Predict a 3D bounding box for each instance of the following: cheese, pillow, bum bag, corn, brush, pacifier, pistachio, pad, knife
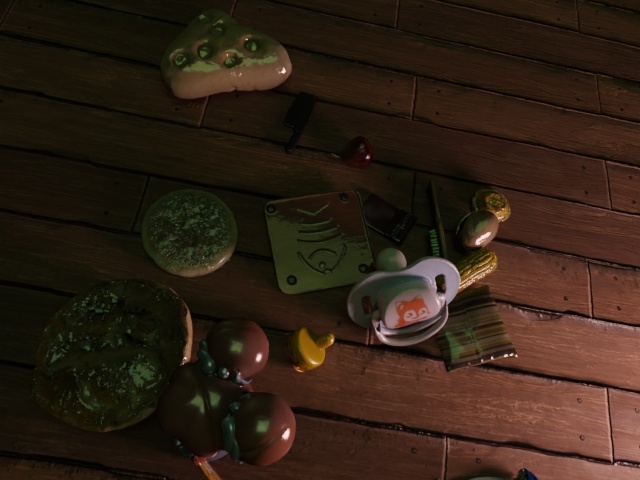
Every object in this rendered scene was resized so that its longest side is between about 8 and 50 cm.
[{"bbox_3d":[-0.301,-0.531,1.559,0.350,0.130,0.328,33,64,8],"label":"cheese"},{"bbox_3d":[0.403,0.235,1.379,0.207,0.052,0.212,-10,65,-12],"label":"pillow"},{"bbox_3d":[0.194,-0.066,1.492,0.159,0.026,0.109,31,67,5],"label":"bum bag"},{"bbox_3d":[0.405,0.089,1.421,0.238,0.080,0.080,-23,72,-26],"label":"corn"},{"bbox_3d":[0.336,-0.046,1.493,0.048,0.054,0.283,-7,66,9],"label":"brush"},{"bbox_3d":[0.206,0.118,1.334,0.299,0.244,0.233,-15,45,0],"label":"pacifier"},{"bbox_3d":[0.454,-0.028,1.479,0.113,0.113,0.149,42,85,10],"label":"pistachio"},{"bbox_3d":[0.000,0.000,1.430,0.286,0.018,0.284,-9,73,-10],"label":"pad"},{"bbox_3d":[-0.078,-0.373,1.590,0.072,0.019,0.246,18,63,4],"label":"knife"}]

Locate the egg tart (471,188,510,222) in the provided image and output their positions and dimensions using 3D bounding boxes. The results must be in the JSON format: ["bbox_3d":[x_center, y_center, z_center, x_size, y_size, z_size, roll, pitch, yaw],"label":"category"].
[{"bbox_3d":[0.524,-0.112,1.552,0.128,0.049,0.129,4,65,-8],"label":"egg tart"}]

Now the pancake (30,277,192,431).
[{"bbox_3d":[-0.483,0.257,1.196,0.386,0.082,0.387,-3,59,4],"label":"pancake"}]

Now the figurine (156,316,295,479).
[{"bbox_3d":[-0.206,0.351,1.051,0.247,0.388,0.277,-19,69,-17],"label":"figurine"}]

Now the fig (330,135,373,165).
[{"bbox_3d":[0.095,-0.260,1.541,0.125,0.089,0.089,-17,68,12],"label":"fig"}]

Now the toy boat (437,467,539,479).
[{"bbox_3d":[0.409,0.644,1.216,0.290,0.067,0.221,11,64,8],"label":"toy boat"}]

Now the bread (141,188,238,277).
[{"bbox_3d":[-0.354,-0.026,1.382,0.266,0.040,0.267,4,66,-8],"label":"bread"}]

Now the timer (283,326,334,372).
[{"bbox_3d":[-0.027,0.266,1.269,0.107,0.109,0.107,37,34,-30],"label":"timer"}]
